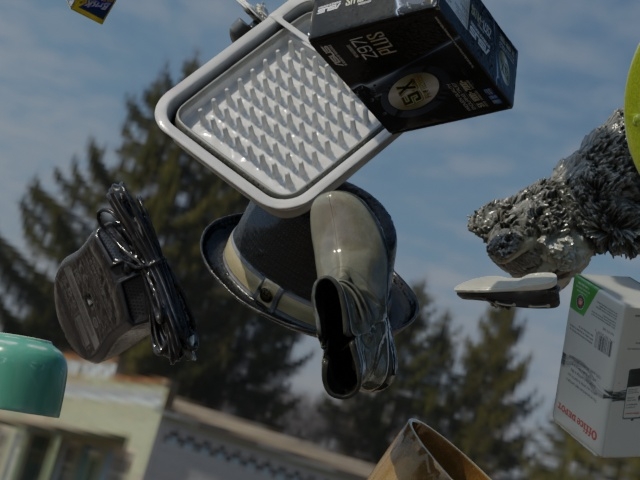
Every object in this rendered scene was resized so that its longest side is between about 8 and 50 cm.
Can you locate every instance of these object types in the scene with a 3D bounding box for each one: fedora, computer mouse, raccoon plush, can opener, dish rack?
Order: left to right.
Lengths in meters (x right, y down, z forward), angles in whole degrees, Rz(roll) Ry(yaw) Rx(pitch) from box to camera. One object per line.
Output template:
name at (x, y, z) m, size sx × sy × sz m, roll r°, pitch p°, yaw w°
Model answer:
computer mouse at (-0.201, 0.054, 1.475) m, size 0.072 × 0.188 × 0.272 m, roll -18°, pitch -6°, yaw -32°
can opener at (-0.087, -0.355, 2.609) m, size 0.074 × 0.093 × 0.280 m, roll 47°, pitch 5°, yaw 35°
dish rack at (-0.024, -0.177, 1.905) m, size 0.285 × 0.333 × 0.072 m, roll 37°, pitch -27°, yaw 28°
fedora at (0.000, 0.000, 1.990) m, size 0.334 × 0.152 × 0.334 m, roll 15°, pitch 26°, yaw -8°
raccoon plush at (0.379, -0.135, 2.051) m, size 0.299 × 0.446 × 0.216 m, roll 3°, pitch 1°, yaw -7°

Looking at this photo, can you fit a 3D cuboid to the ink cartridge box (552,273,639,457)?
ink cartridge box at (0.386, 0.164, 1.856) m, size 0.087 × 0.208 × 0.153 m, roll 3°, pitch 14°, yaw -17°

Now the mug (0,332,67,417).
mug at (-0.409, 0.171, 1.838) m, size 0.158 × 0.097 × 0.129 m, roll 13°, pitch -9°, yaw -19°

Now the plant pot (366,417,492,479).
plant pot at (0.104, 0.382, 1.668) m, size 0.237 × 0.254 × 0.237 m, roll 43°, pitch 4°, yaw -4°

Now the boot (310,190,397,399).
boot at (0.028, 0.052, 1.545) m, size 0.083 × 0.246 × 0.161 m, roll -14°, pitch -11°, yaw 12°

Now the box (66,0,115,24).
box at (-0.361, -0.396, 2.155) m, size 0.059 × 0.054 × 0.169 m, roll 24°, pitch 21°, yaw -33°

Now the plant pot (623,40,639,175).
plant pot at (0.507, -0.131, 1.413) m, size 0.353 × 0.366 × 0.366 m, roll 1°, pitch -2°, yaw -37°

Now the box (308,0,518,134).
box at (0.098, -0.198, 1.441) m, size 0.147 × 0.077 × 0.180 m, roll -10°, pitch -34°, yaw 30°

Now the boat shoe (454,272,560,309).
boat shoe at (0.214, 0.062, 1.619) m, size 0.125 × 0.038 × 0.046 m, roll -6°, pitch 19°, yaw 26°
